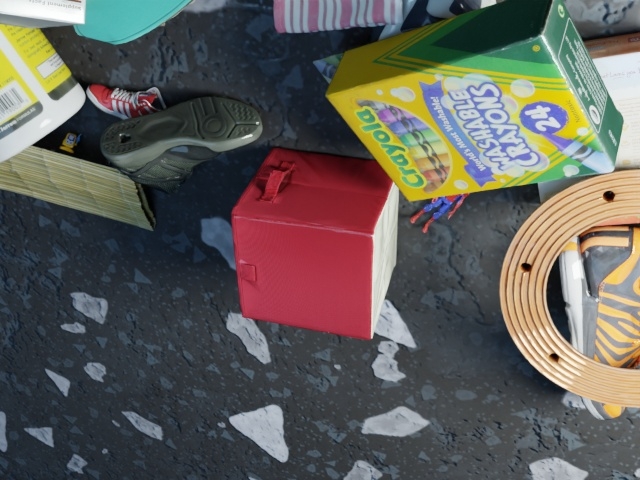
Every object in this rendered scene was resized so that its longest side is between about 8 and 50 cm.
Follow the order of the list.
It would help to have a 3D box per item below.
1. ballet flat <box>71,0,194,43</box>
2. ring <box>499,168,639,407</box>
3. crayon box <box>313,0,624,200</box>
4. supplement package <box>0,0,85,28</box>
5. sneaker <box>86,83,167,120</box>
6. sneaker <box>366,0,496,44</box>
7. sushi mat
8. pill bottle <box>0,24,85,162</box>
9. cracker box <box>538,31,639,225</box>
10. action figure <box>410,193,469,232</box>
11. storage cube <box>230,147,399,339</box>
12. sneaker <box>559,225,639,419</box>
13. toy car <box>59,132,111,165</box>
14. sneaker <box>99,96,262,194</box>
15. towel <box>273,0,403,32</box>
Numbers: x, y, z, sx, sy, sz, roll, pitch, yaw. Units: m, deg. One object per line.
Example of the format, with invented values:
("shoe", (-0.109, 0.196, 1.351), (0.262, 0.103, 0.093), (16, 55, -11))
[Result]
("ballet flat", (-0.156, -0.392, 0.936), (0.409, 0.147, 0.147), (-32, 110, 33))
("ring", (0.400, 0.066, 1.010), (0.337, 0.032, 0.336), (7, 115, 15))
("crayon box", (0.155, -0.149, 0.926), (0.323, 0.083, 0.203), (-6, 139, 40))
("supplement package", (-0.373, -0.361, 0.921), (0.194, 0.149, 0.203), (17, 104, 51))
("sneaker", (-0.280, -0.207, 1.162), (0.118, 0.042, 0.067), (31, 133, -14))
("sneaker", (0.136, -0.243, 0.964), (0.153, 0.094, 0.235), (-14, 132, 42))
("sushi mat", (-0.424, -0.100, 1.279), (0.317, 0.019, 0.151), (15, 151, 9))
("pill bottle", (-0.495, -0.283, 1.091), (0.188, 0.188, 0.334), (-18, 116, 30))
("cracker box", (0.344, -0.130, 0.982), (0.156, 0.067, 0.232), (-4, 124, 22))
("action figure", (0.176, -0.054, 1.124), (0.038, 0.030, 0.115), (40, 126, -5))
("storage cube", (0.000, 0.000, 1.124), (0.193, 0.183, 0.215), (9, 127, 13))
("sneaker", (0.440, 0.123, 1.096), (0.180, 0.124, 0.321), (-5, 123, 24))
("toy car", (-0.345, -0.143, 1.228), (0.122, 0.060, 0.040), (21, 87, -3))
("sneaker", (-0.192, -0.137, 1.163), (0.228, 0.087, 0.130), (-15, 158, 1))
("towel", (0.010, -0.318, 0.928), (0.197, 0.029, 0.144), (9, 117, 41))
